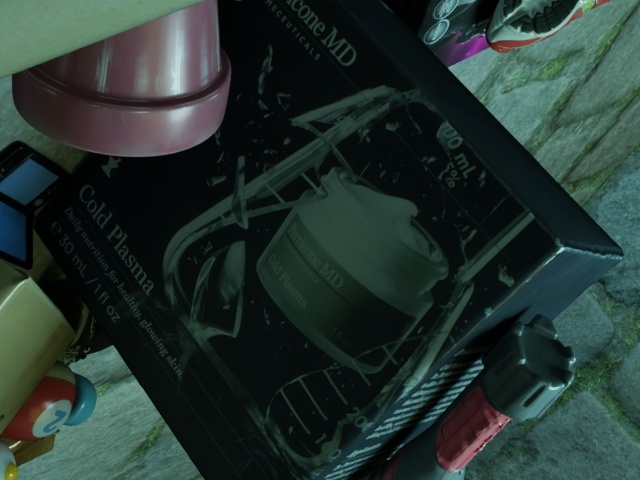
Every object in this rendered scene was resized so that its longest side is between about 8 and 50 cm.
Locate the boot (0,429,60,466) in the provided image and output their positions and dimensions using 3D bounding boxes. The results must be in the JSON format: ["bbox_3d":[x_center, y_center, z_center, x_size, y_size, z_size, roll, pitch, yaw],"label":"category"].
[{"bbox_3d":[-0.507,0.330,1.570,0.280,0.096,0.264,-23,154,-40],"label":"boot"}]

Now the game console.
[{"bbox_3d":[-0.331,-0.037,1.126,0.107,0.071,0.122,-39,161,1],"label":"game console"}]

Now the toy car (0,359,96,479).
[{"bbox_3d":[-0.427,0.271,1.294,0.210,0.237,0.219,-4,160,16],"label":"toy car"}]

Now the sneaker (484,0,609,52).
[{"bbox_3d":[0.333,-0.344,1.373,0.279,0.107,0.118,-30,176,-19],"label":"sneaker"}]

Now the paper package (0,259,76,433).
[{"bbox_3d":[-0.433,0.153,1.025,0.324,0.168,0.309,-56,175,-16],"label":"paper package"}]

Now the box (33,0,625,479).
[{"bbox_3d":[0.000,0.000,1.188,0.472,0.480,0.297,-46,158,17],"label":"box"}]

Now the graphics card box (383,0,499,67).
[{"bbox_3d":[0.242,-0.372,1.388,0.371,0.094,0.232,-27,157,-28],"label":"graphics card box"}]

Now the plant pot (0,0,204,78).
[{"bbox_3d":[-0.206,-0.240,0.621,0.306,0.333,0.334,-28,160,2],"label":"plant pot"}]

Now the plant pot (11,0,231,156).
[{"bbox_3d":[-0.172,-0.202,0.905,0.201,0.201,0.180,-22,139,-40],"label":"plant pot"}]

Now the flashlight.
[{"bbox_3d":[0.154,0.213,1.067,0.103,0.103,0.304,-13,148,-41],"label":"flashlight"}]

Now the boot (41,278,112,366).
[{"bbox_3d":[-0.315,0.099,1.430,0.179,0.085,0.236,-26,163,-38],"label":"boot"}]
